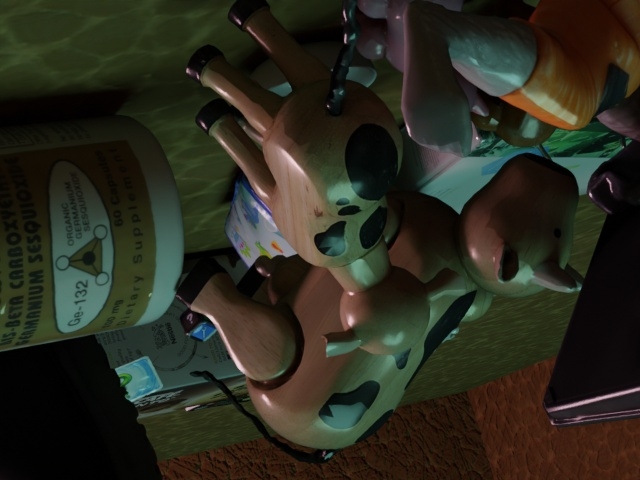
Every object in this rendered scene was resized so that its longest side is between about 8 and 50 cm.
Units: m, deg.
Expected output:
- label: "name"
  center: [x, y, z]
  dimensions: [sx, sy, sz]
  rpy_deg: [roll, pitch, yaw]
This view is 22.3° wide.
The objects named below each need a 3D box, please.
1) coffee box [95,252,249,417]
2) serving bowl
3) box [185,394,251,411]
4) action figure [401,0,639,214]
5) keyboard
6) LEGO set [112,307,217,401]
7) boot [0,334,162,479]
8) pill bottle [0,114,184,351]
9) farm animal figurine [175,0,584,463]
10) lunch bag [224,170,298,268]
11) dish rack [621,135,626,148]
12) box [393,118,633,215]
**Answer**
- label: "coffee box"
  center: [-0.135, 0.092, 1.515]
  dimensions: [0.297, 0.119, 0.168]
  rpy_deg: [-9, 168, -35]
- label: "serving bowl"
  center: [-0.009, -0.101, 0.981]
  dimensions: [0.083, 0.027, 0.083]
  rpy_deg: [-15, 169, -3]
- label: "box"
  center: [-0.075, 0.112, 1.722]
  dimensions: [0.036, 0.114, 0.207]
  rpy_deg: [-25, 167, 38]
- label: "action figure"
  center: [0.197, -0.157, 0.713]
  dimensions: [0.341, 0.178, 0.330]
  rpy_deg: [-41, 175, 22]
- label: "keyboard"
  center: [0.225, -0.051, 0.830]
  dimensions: [0.033, 0.317, 0.201]
  rpy_deg: [34, 151, -19]
- label: "LEGO set"
  center: [-0.204, 0.074, 1.221]
  dimensions: [0.244, 0.060, 0.182]
  rpy_deg: [-23, 142, -4]
- label: "boot"
  center: [-0.252, 0.146, 1.025]
  dimensions: [0.260, 0.348, 0.131]
  rpy_deg: [-21, 153, -17]
- label: "pill bottle"
  center: [-0.206, 0.002, 0.935]
  dimensions: [0.229, 0.131, 0.131]
  rpy_deg: [-10, 167, -31]
- label: "farm animal figurine"
  center: [0.047, 0.001, 0.904]
  dimensions: [0.330, 0.172, 0.327]
  rpy_deg: [-16, 146, -51]
- label: "lunch bag"
  center: [0.000, 0.000, 1.250]
  dimensions: [0.151, 0.096, 0.129]
  rpy_deg: [26, 157, 0]
- label: "dish rack"
  center: [0.288, -0.109, 1.060]
  dimensions: [0.208, 0.074, 0.271]
  rpy_deg: [-43, -177, -19]
- label: "box"
  center: [0.204, -0.084, 1.297]
  dimensions: [0.322, 0.058, 0.232]
  rpy_deg: [-12, 169, -25]
